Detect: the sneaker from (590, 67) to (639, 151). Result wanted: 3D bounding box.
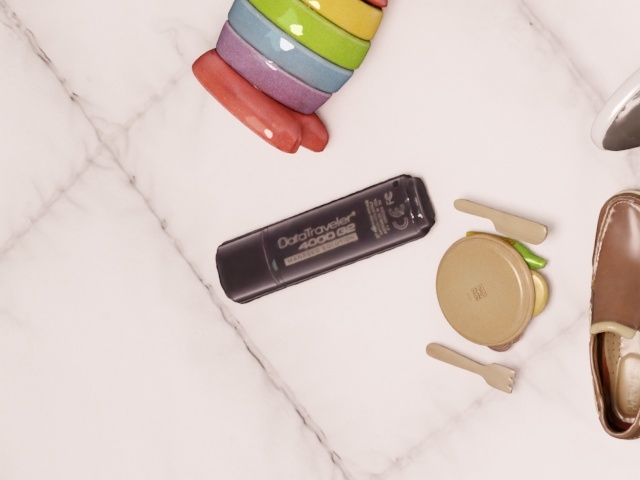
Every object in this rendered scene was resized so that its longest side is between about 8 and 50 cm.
[{"bbox_3d":[0.408,-0.123,1.616,0.295,0.104,0.147,-24,61,2],"label":"sneaker"}]

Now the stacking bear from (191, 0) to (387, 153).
[{"bbox_3d":[0.005,-0.256,1.855,0.164,0.175,0.289,39,103,10],"label":"stacking bear"}]

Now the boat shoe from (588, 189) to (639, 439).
[{"bbox_3d":[0.316,0.079,1.760,0.095,0.095,0.257,-2,95,28],"label":"boat shoe"}]

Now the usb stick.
[{"bbox_3d":[0.000,0.000,1.945,0.278,0.045,0.077,-21,80,28],"label":"usb stick"}]

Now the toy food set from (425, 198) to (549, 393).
[{"bbox_3d":[0.184,0.054,1.865,0.132,0.038,0.192,22,112,31],"label":"toy food set"}]
